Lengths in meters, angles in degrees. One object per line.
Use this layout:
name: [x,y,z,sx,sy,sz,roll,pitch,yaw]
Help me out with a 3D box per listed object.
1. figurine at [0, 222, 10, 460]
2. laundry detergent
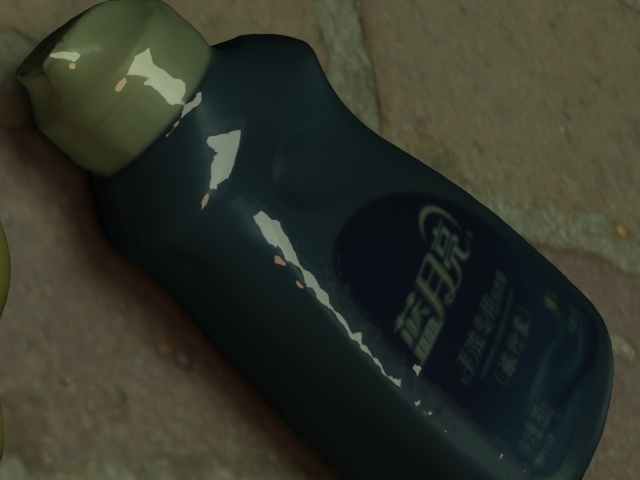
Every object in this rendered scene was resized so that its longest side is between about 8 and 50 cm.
figurine: [-0.192,0.047,0.558,0.262,0.154,0.180,-32,106,-54]
laundry detergent: [0.000,0.000,0.828,0.290,0.094,0.143,43,48,-24]
